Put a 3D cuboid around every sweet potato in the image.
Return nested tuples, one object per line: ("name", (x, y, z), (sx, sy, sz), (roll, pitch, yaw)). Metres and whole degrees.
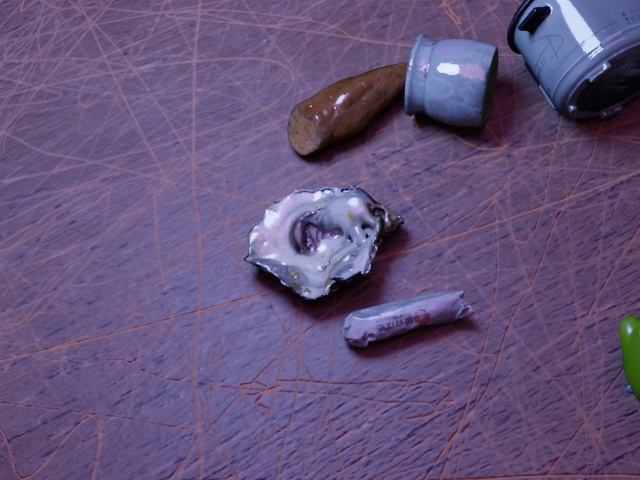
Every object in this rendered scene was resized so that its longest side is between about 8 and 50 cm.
("sweet potato", (0.056, -0.233, 2.011), (0.251, 0.097, 0.097), (-31, 64, -9))

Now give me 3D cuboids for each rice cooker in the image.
("rice cooker", (0.444, -0.342, 1.955), (0.280, 0.241, 0.227), (-9, 61, -38))

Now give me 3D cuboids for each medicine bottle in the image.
("medicine bottle", (0.219, -0.269, 1.984), (0.143, 0.147, 0.147), (12, 64, 14))

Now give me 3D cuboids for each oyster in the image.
("oyster", (0.000, 0.000, 1.901), (0.223, 0.083, 0.214), (22, 63, 22))

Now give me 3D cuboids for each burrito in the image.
("burrito", (0.131, 0.119, 1.838), (0.203, 0.064, 0.064), (-15, 62, -2))

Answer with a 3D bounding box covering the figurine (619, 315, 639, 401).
("figurine", (0.534, 0.219, 1.714), (0.162, 0.143, 0.263), (-20, 73, 1))
